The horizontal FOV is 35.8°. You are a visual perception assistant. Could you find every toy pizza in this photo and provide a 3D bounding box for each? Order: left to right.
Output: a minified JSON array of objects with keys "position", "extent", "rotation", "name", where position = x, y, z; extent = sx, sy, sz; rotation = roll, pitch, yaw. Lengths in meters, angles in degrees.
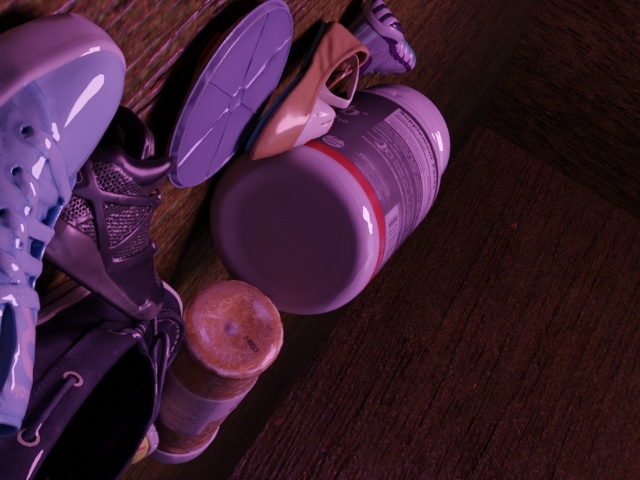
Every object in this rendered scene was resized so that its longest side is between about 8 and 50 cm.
[{"position":[-0.091,-0.140,0.934],"extent":[0.201,0.032,0.201],"rotation":[-56,170,-15],"name":"toy pizza"}]

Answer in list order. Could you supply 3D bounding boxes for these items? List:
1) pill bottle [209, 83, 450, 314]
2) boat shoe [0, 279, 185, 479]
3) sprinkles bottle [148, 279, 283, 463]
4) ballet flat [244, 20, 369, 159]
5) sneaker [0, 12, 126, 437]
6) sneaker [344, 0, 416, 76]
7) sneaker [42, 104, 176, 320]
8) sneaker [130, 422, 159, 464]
[{"position":[0.031,-0.071,1.255],"extent":[0.210,0.210,0.363],"rotation":[-63,170,31],"name":"pill bottle"},{"position":[-0.214,0.137,0.847],"extent":[0.187,0.156,0.500],"rotation":[-61,172,9],"name":"boat shoe"},{"position":[-0.153,0.175,1.240],"extent":[0.121,0.121,0.355],"rotation":[-51,178,-34],"name":"sprinkles bottle"},{"position":[-0.005,-0.158,1.078],"extent":[0.080,0.073,0.232],"rotation":[-53,-173,52],"name":"ballet flat"},{"position":[-0.202,0.036,0.564],"extent":[0.366,0.150,0.135],"rotation":[-55,171,-17],"name":"sneaker"},{"position":[0.061,-0.250,1.303],"extent":[0.098,0.083,0.224],"rotation":[-37,168,7],"name":"sneaker"},{"position":[-0.153,-0.018,0.775],"extent":[0.130,0.087,0.227],"rotation":[-53,155,-11],"name":"sneaker"},{"position":[-0.256,0.228,1.205],"extent":[0.094,0.081,0.208],"rotation":[-44,159,-30],"name":"sneaker"}]
